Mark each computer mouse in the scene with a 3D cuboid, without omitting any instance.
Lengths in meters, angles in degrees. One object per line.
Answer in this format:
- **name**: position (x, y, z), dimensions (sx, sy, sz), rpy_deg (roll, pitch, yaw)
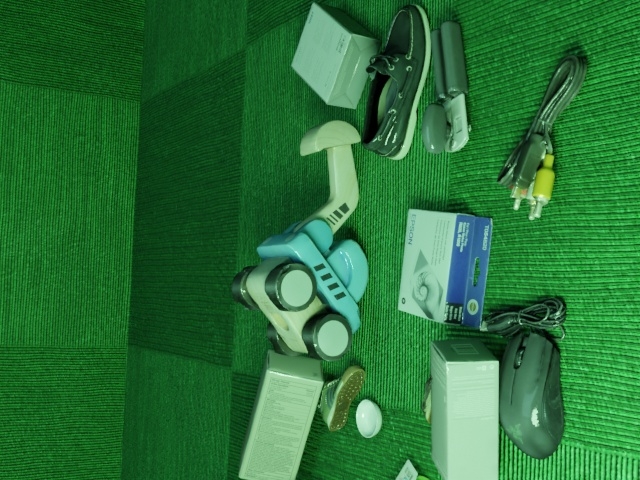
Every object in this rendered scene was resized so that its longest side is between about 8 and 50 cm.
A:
- **computer mouse**: position (0.349, 0.243, 1.452), dimensions (0.188, 0.072, 0.272), rpy_deg (-20, 69, 56)

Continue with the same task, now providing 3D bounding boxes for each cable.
- **cable**: position (0.397, -0.181, 1.473), dimensions (0.139, 0.072, 0.287), rpy_deg (-139, 71, -73)

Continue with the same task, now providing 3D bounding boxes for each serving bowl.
- **serving bowl**: position (0.114, 0.398, 1.869), dimensions (0.083, 0.027, 0.083), rpy_deg (-10, 78, 58)

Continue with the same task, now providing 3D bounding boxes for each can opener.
- **can opener**: position (0.252, -0.310, 1.677), dimensions (0.074, 0.093, 0.280), rpy_deg (-25, 60, 57)

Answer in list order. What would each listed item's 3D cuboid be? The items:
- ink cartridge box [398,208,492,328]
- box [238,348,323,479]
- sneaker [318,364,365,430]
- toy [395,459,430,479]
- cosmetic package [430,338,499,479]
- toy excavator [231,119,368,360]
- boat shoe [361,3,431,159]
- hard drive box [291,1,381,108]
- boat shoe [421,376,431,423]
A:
- **ink cartridge box**: position (0.245, 0.052, 1.677), dimensions (0.224, 0.045, 0.223), rpy_deg (9, 94, 59)
- **box**: position (-0.100, 0.443, 2.080), dimensions (0.121, 0.148, 0.311), rpy_deg (-98, 24, -71)
- **sneaker**: position (0.039, 0.352, 1.961), dimensions (0.086, 0.064, 0.192), rpy_deg (50, 131, 44)
- **toy**: position (0.174, 0.588, 1.718), dimensions (0.137, 0.056, 0.237), rpy_deg (52, 124, 53)
- **cosmetic package**: position (0.257, 0.307, 1.497), dimensions (0.127, 0.107, 0.238), rpy_deg (-122, 31, -77)
- **toy excavator**: position (0.000, 0.000, 1.954), dimensions (0.433, 0.445, 0.222), rpy_deg (56, 152, -16)
- **boat shoe**: position (0.150, -0.351, 1.821), dimensions (0.127, 0.113, 0.340), rpy_deg (28, 110, 57)
- **hard drive box**: position (0.033, -0.458, 2.054), dimensions (0.232, 0.089, 0.181), rpy_deg (54, 131, 47)
- **boat shoe**: position (0.231, 0.291, 1.659), dimensions (0.049, 0.056, 0.152), rpy_deg (38, 119, 49)
